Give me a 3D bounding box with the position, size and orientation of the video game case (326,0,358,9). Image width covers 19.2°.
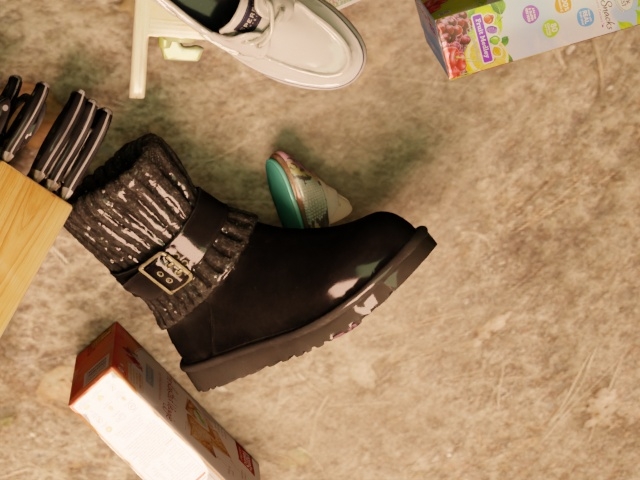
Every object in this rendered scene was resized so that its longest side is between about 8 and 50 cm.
[{"bbox_3d":[0.032,-0.289,1.938,0.122,0.011,0.087,-24,105,2],"label":"video game case"}]

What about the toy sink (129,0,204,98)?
[{"bbox_3d":[-0.116,-0.260,1.863,0.131,0.153,0.234,4,104,-6],"label":"toy sink"}]

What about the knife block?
[{"bbox_3d":[-0.306,-0.017,1.882,0.242,0.088,0.275,-19,110,-29],"label":"knife block"}]

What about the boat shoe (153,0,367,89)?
[{"bbox_3d":[-0.073,-0.209,1.758,0.258,0.084,0.095,23,102,-10],"label":"boat shoe"}]

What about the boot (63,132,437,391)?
[{"bbox_3d":[-0.082,-0.009,1.887,0.348,0.131,0.260,-27,104,32],"label":"boot"}]

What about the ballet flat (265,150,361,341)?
[{"bbox_3d":[0.000,0.000,1.991,0.079,0.077,0.221,-19,112,-18],"label":"ballet flat"}]

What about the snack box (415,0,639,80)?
[{"bbox_3d":[0.207,-0.236,1.880,0.207,0.174,0.070,-16,109,0],"label":"snack box"}]

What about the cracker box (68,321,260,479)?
[{"bbox_3d":[-0.159,0.206,1.986,0.067,0.155,0.232,-41,105,7],"label":"cracker box"}]
